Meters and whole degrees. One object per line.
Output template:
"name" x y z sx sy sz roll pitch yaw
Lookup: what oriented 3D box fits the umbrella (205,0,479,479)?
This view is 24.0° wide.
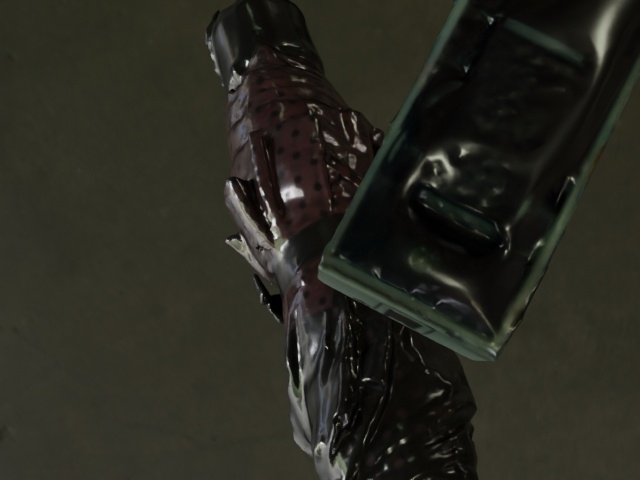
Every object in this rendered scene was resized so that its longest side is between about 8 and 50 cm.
"umbrella" 0.000 0.000 0.734 0.094 0.090 0.326 -39 48 22

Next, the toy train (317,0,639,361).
"toy train" 0.064 -0.075 0.329 0.043 0.047 0.208 27 85 1
